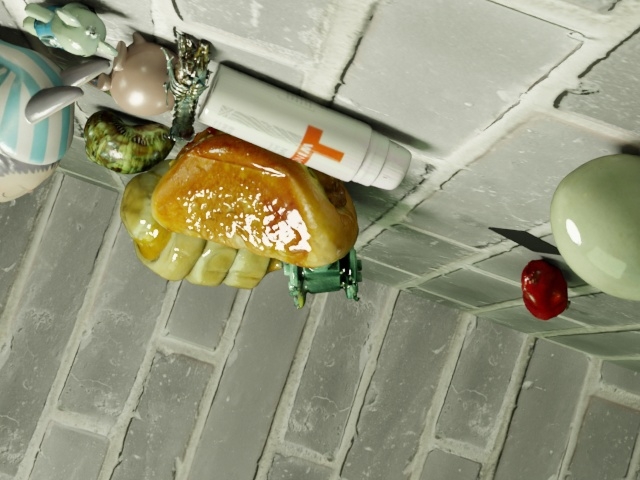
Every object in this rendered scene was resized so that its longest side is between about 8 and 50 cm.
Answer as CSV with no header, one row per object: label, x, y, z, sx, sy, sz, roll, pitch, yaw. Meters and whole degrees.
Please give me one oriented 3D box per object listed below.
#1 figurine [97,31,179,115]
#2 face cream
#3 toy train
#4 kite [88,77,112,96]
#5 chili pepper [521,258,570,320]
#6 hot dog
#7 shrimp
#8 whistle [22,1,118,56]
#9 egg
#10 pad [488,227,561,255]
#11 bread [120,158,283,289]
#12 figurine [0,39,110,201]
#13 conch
figurine,-0.268,-0.253,1.747,0.138,0.125,0.125,7,180,-32
face cream,-0.018,-0.169,1.775,0.345,0.102,0.102,21,172,-13
toy train,0.000,0.000,2.360,0.160,0.253,0.397,-6,170,1
kite,-0.381,-0.288,2.148,0.183,0.014,0.241,18,173,-19
chili pepper,0.501,0.111,2.531,0.110,0.110,0.387,16,171,19
hot dog,-0.120,-0.101,2.085,0.405,0.223,0.185,14,-158,22
shrimp,-0.206,-0.235,1.687,0.082,0.174,0.076,4,-146,-15
whistle,-0.387,-0.322,1.698,0.114,0.077,0.235,36,170,-36
egg,0.411,-0.017,1.481,0.253,0.187,0.186,20,173,-29
pad,0.429,0.003,2.309,0.157,0.003,0.112,24,171,-36
bread,-0.266,-0.022,2.385,0.341,0.210,0.300,0,-135,-34
figurine,-0.541,-0.270,2.042,0.377,0.361,0.266,-18,167,12
conch,-0.422,-0.206,2.428,0.181,0.124,0.187,16,-179,41
